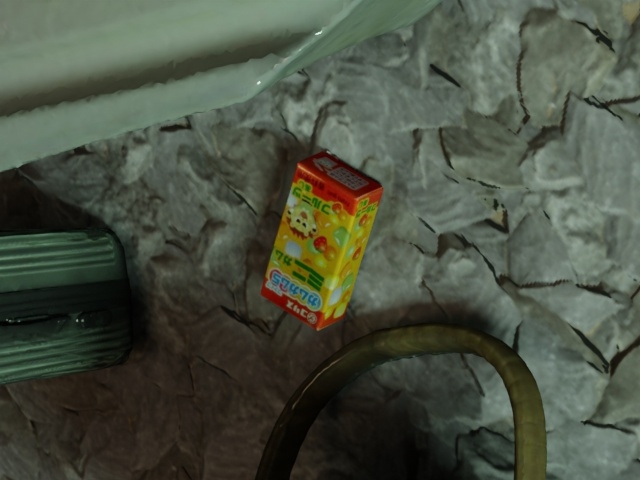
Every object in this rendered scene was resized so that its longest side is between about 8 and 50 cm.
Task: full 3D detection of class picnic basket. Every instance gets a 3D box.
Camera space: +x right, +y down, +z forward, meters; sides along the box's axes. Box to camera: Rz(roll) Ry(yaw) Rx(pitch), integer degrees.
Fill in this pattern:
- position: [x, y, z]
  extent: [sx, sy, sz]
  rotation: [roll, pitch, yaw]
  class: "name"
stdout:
- position: [0.046, 0.203, 1.351]
  extent: [0.293, 0.337, 0.337]
  rotation: [-10, 98, 45]
  class: "picnic basket"

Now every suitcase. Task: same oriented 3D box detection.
- position: [-0.309, 0.059, 1.519]
  extent: [0.202, 0.312, 0.128]
  rotation: [-7, 89, 38]
  class: "suitcase"

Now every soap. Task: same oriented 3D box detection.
- position: [-0.095, -0.258, 1.319]
  extent: [0.435, 0.213, 0.350]
  rotation: [-11, 95, 38]
  class: "soap"

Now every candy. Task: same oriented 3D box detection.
- position: [0.000, 0.000, 1.439]
  extent: [0.062, 0.038, 0.122]
  rotation: [31, 121, 25]
  class: "candy"
